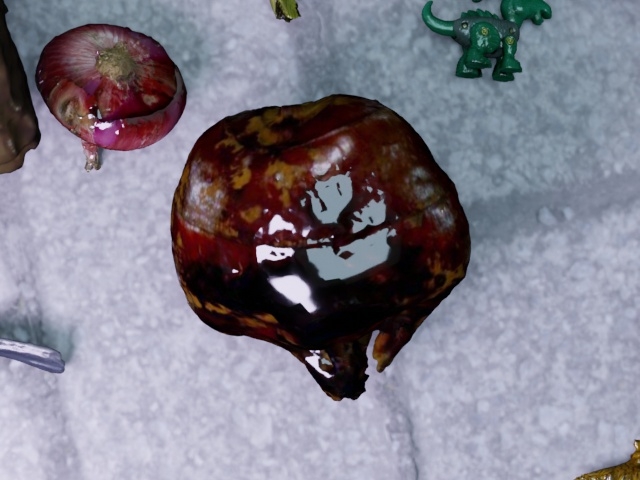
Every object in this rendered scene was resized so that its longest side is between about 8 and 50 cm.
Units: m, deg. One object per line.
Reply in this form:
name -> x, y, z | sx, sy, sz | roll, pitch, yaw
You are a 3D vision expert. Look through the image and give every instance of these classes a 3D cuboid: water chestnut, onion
water chestnut -> 0.000, 0.000, 1.750 | 0.289, 0.289, 0.244 | -4, 61, -2
onion -> -0.211, -0.127, 1.841 | 0.150, 0.140, 0.150 | 12, 43, -11

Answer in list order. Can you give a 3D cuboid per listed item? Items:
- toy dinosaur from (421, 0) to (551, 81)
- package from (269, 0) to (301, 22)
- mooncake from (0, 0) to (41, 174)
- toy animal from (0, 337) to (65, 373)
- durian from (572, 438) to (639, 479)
toy dinosaur -> 0.165, -0.213, 1.874 | 0.132, 0.059, 0.096 | 9, 77, -9
package -> -0.050, -0.348, 1.857 | 0.168, 0.090, 0.226 | -43, 90, -2
mooncake -> -0.378, -0.204, 1.729 | 0.187, 0.324, 0.324 | -15, 86, -6
toy animal -> -0.450, 0.075, 1.827 | 0.367, 0.081, 0.206 | -13, 82, -10
durian -> 0.360, 0.222, 1.830 | 0.224, 0.078, 0.140 | -9, 86, -4
